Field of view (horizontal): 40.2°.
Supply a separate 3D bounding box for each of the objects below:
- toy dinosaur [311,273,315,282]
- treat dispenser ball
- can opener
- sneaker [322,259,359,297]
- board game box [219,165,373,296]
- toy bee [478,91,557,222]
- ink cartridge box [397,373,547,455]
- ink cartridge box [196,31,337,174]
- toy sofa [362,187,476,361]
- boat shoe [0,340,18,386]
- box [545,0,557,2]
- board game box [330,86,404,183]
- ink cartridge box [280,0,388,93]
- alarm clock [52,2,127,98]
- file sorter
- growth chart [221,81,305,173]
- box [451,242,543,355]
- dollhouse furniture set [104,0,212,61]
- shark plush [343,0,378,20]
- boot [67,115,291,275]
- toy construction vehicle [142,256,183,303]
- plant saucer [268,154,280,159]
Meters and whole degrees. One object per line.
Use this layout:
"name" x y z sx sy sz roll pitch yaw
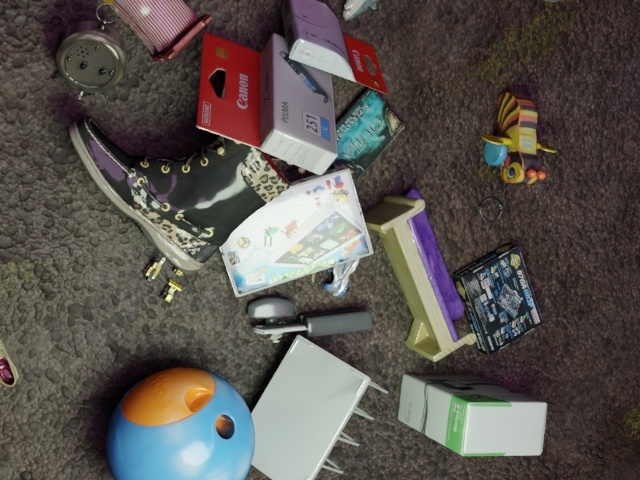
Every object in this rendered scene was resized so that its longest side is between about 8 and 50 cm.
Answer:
"toy dinosaur" 0.000 0.000 1.903 0.092 0.053 0.183 24 87 -26
"treat dispenser ball" -0.272 0.393 1.710 0.288 0.288 0.288 -3 99 -23
"can opener" -0.020 0.170 1.907 0.280 0.074 0.093 0 97 -24
"sneaker" 0.045 0.057 1.933 0.058 0.052 0.135 22 88 -21
"board game box" -0.061 -0.019 1.827 0.305 0.053 0.193 -17 105 -3
"toy bee" 0.470 -0.193 2.024 0.195 0.162 0.298 -18 104 -22
"ink cartridge box" 0.335 0.388 1.977 0.211 0.289 0.122 5 93 -24
"ink cartridge box" -0.099 -0.286 1.672 0.261 0.296 0.066 19 134 -24
"toy sofa" 0.233 0.070 1.963 0.177 0.150 0.363 -28 107 -17
"boat shoe" -0.620 0.222 1.666 0.050 0.045 0.135 -38 110 -15
"box" 0.573 -0.607 2.022 0.027 0.137 0.094 9 94 -24
"board game box" 0.085 -0.229 1.923 0.126 0.026 0.186 45 79 -22
"ink cartridge box" 0.036 -0.409 1.796 0.232 0.189 0.066 13 132 -22
"alarm clock" -0.420 -0.354 1.621 0.129 0.064 0.192 15 122 -21
"file sorter" -0.012 0.383 1.860 0.278 0.192 0.173 -59 149 -6
"growth chart" -0.103 -0.259 1.799 0.237 0.021 0.172 22 88 -25
"box" 0.430 0.142 2.113 0.175 0.051 0.220 -28 107 -18
"dollhouse furniture set" -0.245 -0.541 1.663 0.374 0.152 0.201 -49 113 -10
"shark plush" 0.110 -0.528 1.894 0.161 0.073 0.067 -32 130 -38
"boot" -0.263 -0.144 1.671 0.284 0.138 0.377 -36 110 7
"toy construction vehicle" -0.312 0.070 1.785 0.086 0.035 0.098 38 82 -24
"plant saucer" -0.094 -0.268 1.833 0.198 0.036 0.199 -3 98 -23
